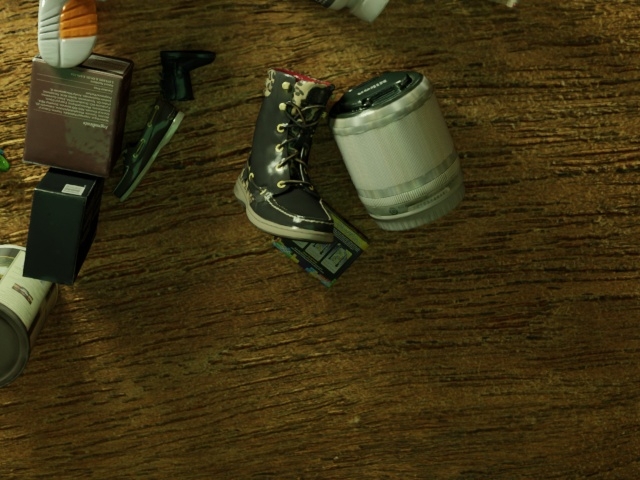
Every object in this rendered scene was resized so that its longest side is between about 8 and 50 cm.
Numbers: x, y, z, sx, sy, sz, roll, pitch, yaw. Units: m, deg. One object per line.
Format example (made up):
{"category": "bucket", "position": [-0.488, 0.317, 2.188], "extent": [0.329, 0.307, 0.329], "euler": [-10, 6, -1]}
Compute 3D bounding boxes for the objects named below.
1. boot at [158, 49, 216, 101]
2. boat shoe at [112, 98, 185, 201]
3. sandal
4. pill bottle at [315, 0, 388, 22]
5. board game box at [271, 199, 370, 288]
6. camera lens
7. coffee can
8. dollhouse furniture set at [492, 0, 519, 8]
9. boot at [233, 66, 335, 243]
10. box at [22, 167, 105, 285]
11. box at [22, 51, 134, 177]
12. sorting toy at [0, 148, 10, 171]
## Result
{"category": "boot", "position": [-0.268, -0.330, 1.667], "extent": [0.121, 0.045, 0.099], "euler": [0, 110, 3]}
{"category": "boat shoe", "position": [-0.366, -0.184, 1.702], "extent": [0.068, 0.081, 0.228], "euler": [34, 98, -14]}
{"category": "sandal", "position": [-0.457, -0.442, 1.507], "extent": [0.102, 0.076, 0.265], "euler": [2, 91, -20]}
{"category": "pill bottle", "position": [0.003, -0.532, 1.546], "extent": [0.283, 0.161, 0.161], "euler": [26, 107, -15]}
{"category": "board game box", "position": [0.000, 0.000, 1.824], "extent": [0.170, 0.048, 0.141], "euler": [40, 102, -18]}
{"category": "camera lens", "position": [0.154, -0.185, 1.668], "extent": [0.219, 0.219, 0.274], "euler": [-23, 112, 4]}
{"category": "coffee can", "position": [-0.668, 0.152, 1.703], "extent": [0.201, 0.275, 0.201], "euler": [-2, 112, -4]}
{"category": "dollhouse furniture set", "position": [0.328, -0.555, 1.582], "extent": [0.129, 0.129, 0.184], "euler": [12, 111, -10]}
{"category": "boot", "position": [-0.050, -0.168, 1.590], "extent": [0.138, 0.377, 0.284], "euler": [10, 106, -23]}
{"category": "box", "position": [-0.500, -0.052, 1.643], "extent": [0.103, 0.261, 0.184], "euler": [9, 111, -9]}
{"category": "box", "position": [-0.467, -0.255, 1.613], "extent": [0.167, 0.168, 0.203], "euler": [11, 110, -9]}
{"category": "sorting toy", "position": [-0.677, -0.170, 1.688], "extent": [0.042, 0.061, 0.102], "euler": [-39, 87, 11]}
